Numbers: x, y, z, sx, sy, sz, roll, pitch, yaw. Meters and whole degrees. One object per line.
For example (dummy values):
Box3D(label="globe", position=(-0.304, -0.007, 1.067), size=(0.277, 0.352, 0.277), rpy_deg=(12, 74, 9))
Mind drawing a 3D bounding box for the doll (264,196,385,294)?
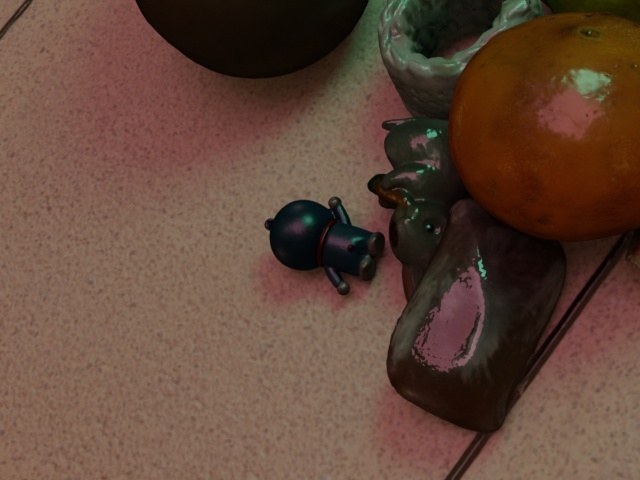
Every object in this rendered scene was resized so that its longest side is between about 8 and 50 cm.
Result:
Box3D(label="doll", position=(0.000, 0.000, 1.689), size=(0.152, 0.085, 0.114), rpy_deg=(16, 83, 17))

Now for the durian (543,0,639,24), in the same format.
Box3D(label="durian", position=(0.379, -0.339, 1.646), size=(0.339, 0.204, 0.256), rpy_deg=(2, 52, 33))

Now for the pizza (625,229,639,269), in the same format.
Box3D(label="pizza", position=(0.440, -0.036, 1.521), size=(0.188, 0.080, 0.204), rpy_deg=(-35, 12, 31))

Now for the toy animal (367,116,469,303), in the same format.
Box3D(label="toy animal", position=(0.126, -0.037, 1.637), size=(0.138, 0.108, 0.236), rpy_deg=(-12, 62, 16))

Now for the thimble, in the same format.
Box3D(label="thimble", position=(0.183, -0.244, 1.695), size=(0.211, 0.149, 0.185), rpy_deg=(-11, 59, 16))

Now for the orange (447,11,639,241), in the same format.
Box3D(label="orange", position=(0.281, -0.128, 1.523), size=(0.284, 0.226, 0.284), rpy_deg=(-2, 34, 1))

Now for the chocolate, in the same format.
Box3D(label="chocolate", position=(0.179, 0.075, 1.541), size=(0.157, 0.080, 0.254), rpy_deg=(25, 75, 4))

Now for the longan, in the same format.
Box3D(label="longan", position=(-0.094, -0.390, 1.775), size=(0.361, 0.361, 0.361), rpy_deg=(-9, 62, 18))
